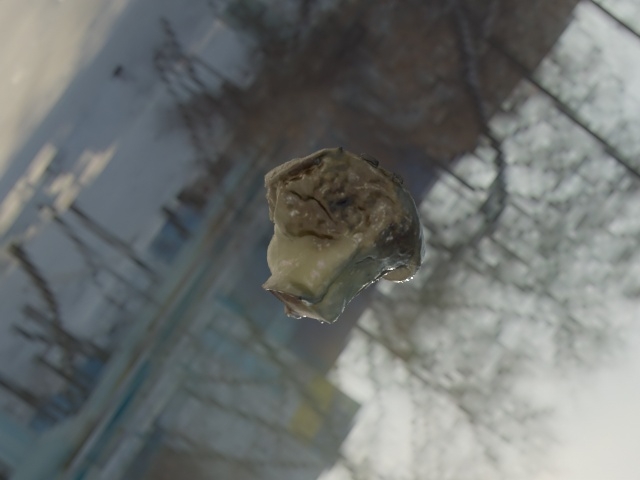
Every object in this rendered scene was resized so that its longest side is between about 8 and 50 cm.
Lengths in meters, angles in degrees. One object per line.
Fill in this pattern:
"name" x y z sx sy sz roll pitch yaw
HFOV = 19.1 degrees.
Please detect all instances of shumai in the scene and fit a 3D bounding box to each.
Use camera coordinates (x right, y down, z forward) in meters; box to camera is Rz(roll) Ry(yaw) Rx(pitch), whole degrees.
"shumai" 0.003 0.003 1.427 0.116 0.145 0.145 -47 -177 -23
